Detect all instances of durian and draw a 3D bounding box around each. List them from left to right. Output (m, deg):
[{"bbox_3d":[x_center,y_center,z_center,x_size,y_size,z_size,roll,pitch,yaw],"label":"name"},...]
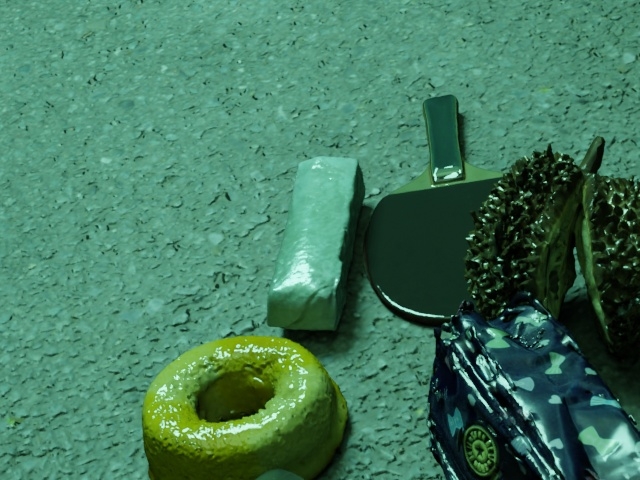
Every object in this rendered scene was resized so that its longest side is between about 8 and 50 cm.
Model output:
[{"bbox_3d":[0.215,0.005,1.274,0.196,0.167,0.196,0,81,-1],"label":"durian"}]

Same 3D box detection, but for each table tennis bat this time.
[{"bbox_3d":[0.123,-0.035,1.452,0.173,0.022,0.301,-9,44,7],"label":"table tennis bat"}]

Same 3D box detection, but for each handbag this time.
[{"bbox_3d":[0.158,0.164,1.143,0.113,0.162,0.260,-11,41,-17],"label":"handbag"}]

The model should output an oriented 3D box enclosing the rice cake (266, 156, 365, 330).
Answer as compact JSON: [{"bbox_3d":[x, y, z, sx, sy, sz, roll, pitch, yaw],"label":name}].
[{"bbox_3d":[0.000,0.001,1.418,0.069,0.063,0.206,2,46,14],"label":"rice cake"}]

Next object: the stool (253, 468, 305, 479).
[{"bbox_3d":[-0.043,0.234,1.167,0.096,0.096,0.110,25,49,34],"label":"stool"}]

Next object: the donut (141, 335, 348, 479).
[{"bbox_3d":[-0.069,0.143,1.285,0.178,0.065,0.162,-17,43,-2],"label":"donut"}]
